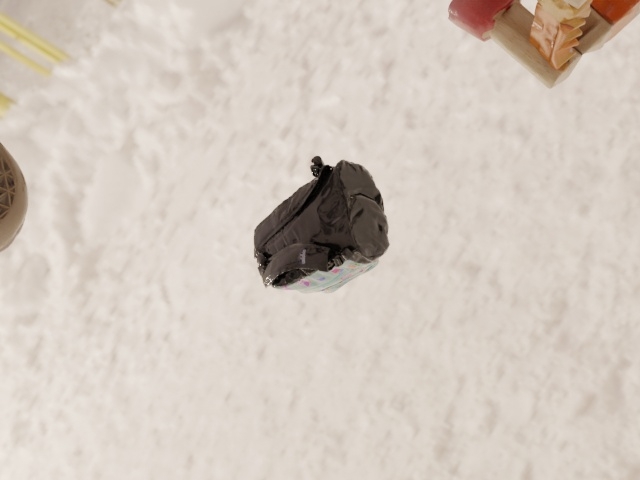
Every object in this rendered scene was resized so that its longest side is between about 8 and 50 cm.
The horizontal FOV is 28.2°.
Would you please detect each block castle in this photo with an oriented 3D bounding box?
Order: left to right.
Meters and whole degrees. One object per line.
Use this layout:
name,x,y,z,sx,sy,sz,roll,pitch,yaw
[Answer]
block castle,0.336,-0.416,1.420,0.453,0.213,0.303,-44,-14,-9

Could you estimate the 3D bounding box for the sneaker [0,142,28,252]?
sneaker,-0.196,-0.026,0.515,0.071,0.188,0.066,84,-152,-56

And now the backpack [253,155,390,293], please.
backpack,0.000,0.000,1.581,0.182,0.115,0.152,-34,52,41
